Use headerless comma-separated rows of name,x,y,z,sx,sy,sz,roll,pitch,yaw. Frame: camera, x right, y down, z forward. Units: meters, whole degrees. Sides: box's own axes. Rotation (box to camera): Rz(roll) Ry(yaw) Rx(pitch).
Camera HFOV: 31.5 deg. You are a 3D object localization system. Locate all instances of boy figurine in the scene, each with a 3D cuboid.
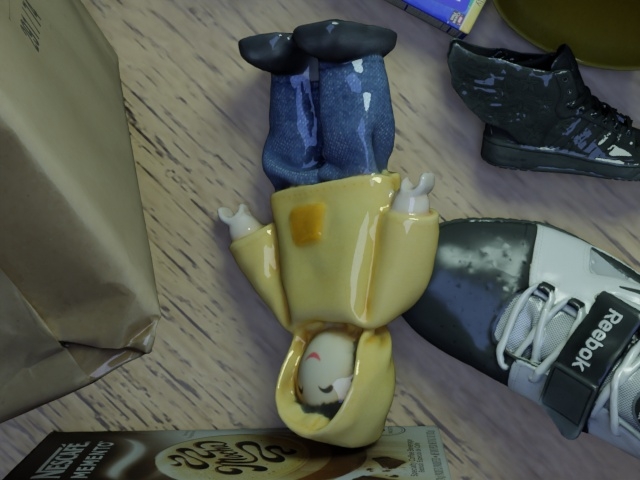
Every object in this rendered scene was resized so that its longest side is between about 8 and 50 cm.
boy figurine,0.000,0.000,0.782,0.177,0.092,0.285,0,92,35

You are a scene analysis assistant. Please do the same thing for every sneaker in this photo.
sneaker,0.205,0.080,0.771,0.331,0.146,0.122,23,98,1
sneaker,0.171,-0.093,0.789,0.170,0.051,0.089,4,115,5

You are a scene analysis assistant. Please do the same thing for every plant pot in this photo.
plant pot,0.192,-0.189,0.757,0.134,0.134,0.095,22,75,-1

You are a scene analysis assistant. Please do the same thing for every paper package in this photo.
paper package,-0.243,-0.104,0.632,0.168,0.325,0.309,-28,126,5

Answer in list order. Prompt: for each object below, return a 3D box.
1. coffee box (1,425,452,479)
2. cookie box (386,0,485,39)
coffee box,-0.060,0.205,0.782,0.297,0.168,0.118,-1,97,2
cookie box,0.076,-0.206,0.793,0.107,0.040,0.091,27,95,-2
